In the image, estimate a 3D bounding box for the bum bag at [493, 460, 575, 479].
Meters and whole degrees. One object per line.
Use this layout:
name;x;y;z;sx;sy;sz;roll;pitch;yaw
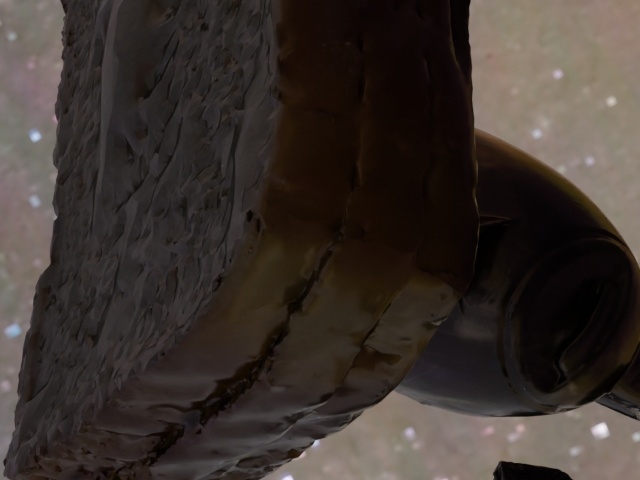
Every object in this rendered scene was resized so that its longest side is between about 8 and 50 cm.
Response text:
bum bag;0.221;0.346;1.868;0.060;0.123;0.248;102;177;-69

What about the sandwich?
sandwich;-0.036;-0.054;0.754;0.099;0.271;0.301;15;-122;-21

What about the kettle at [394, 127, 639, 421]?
kettle;0.146;0.051;1.477;0.321;0.228;0.324;40;173;-35
